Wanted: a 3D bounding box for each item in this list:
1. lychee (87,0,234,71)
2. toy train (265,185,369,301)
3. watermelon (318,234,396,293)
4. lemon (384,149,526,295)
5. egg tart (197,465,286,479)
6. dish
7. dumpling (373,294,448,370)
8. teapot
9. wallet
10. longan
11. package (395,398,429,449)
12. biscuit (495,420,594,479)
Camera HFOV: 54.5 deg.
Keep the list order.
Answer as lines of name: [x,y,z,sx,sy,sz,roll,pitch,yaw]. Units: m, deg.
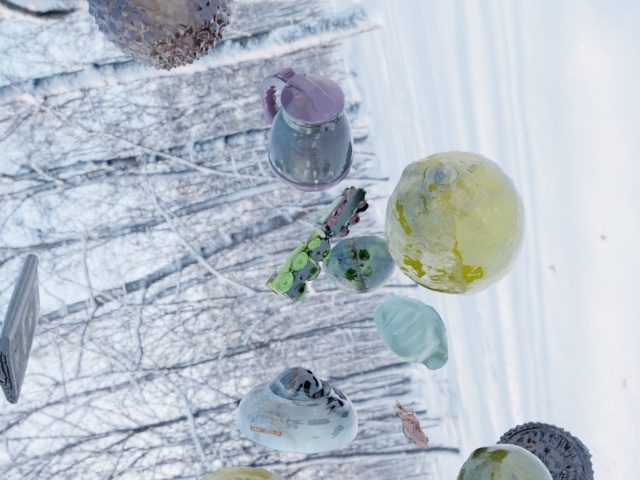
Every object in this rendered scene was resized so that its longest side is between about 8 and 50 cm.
lychee: [-0.186,-0.297,0.740,0.188,0.188,0.188,-12,-90,-85]
toy train: [0.000,0.000,1.136,0.053,0.249,0.085,43,168,-33]
watermelon: [0.111,0.078,1.693,0.232,0.204,0.127,7,-127,-39]
lemon: [0.250,-0.032,1.179,0.316,0.285,0.285,5,-111,-47]
egg tart: [-0.199,0.686,1.474,0.169,0.388,0.387,-118,14,-71]
dish: [-0.045,0.346,1.380,0.273,0.273,0.133,-74,-9,-80]
dumpling: [0.226,0.216,1.500,0.219,0.152,0.108,38,-173,24]
teapot: [-0.014,-0.156,0.809,0.146,0.116,0.148,95,165,-59]
wallet: [-0.637,0.177,1.314,0.321,0.044,0.170,-113,29,-57]
longan: [0.272,0.374,0.881,0.176,0.155,0.145,51,124,39]
package: [0.184,0.373,1.270,0.077,0.033,0.110,56,-175,-25]
biscuit: [0.422,0.439,1.191,0.053,0.195,0.194,66,-168,-48]
